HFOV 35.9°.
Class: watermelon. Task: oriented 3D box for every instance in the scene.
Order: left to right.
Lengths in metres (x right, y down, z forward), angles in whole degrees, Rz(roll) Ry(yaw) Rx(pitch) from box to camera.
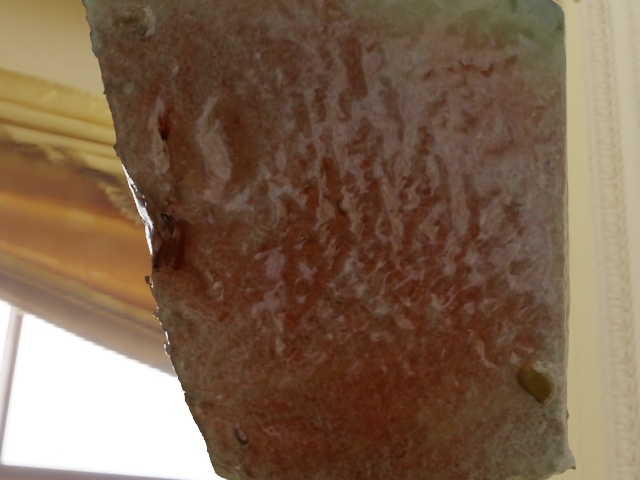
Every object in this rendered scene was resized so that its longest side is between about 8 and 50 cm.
[{"bbox_3d":[0.000,0.000,0.432,0.262,0.212,0.201,71,22,-51],"label":"watermelon"}]
